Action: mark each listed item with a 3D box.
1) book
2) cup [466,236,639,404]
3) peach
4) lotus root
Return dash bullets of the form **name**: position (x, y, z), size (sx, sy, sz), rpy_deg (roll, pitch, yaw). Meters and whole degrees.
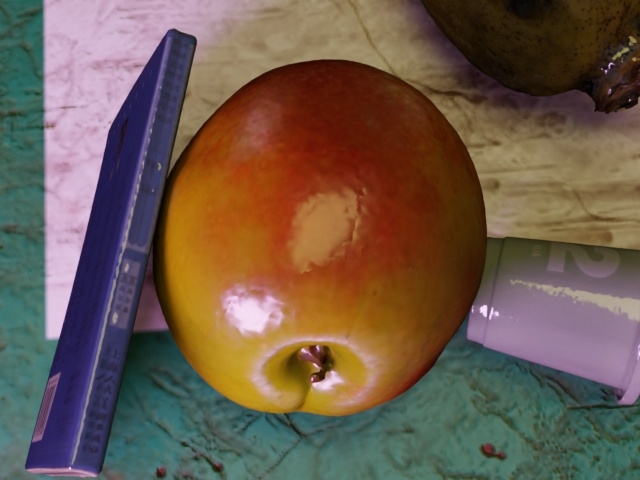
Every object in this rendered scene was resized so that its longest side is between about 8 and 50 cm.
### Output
- **book**: position (-0.140, 0.018, 0.610), size (0.025, 0.191, 0.269), rpy_deg (16, 71, -20)
- **cup**: position (0.180, 0.048, 0.665), size (0.141, 0.120, 0.120), rpy_deg (11, 72, 15)
- **peach**: position (0.000, 0.000, 0.604), size (0.231, 0.231, 0.231), rpy_deg (1, 73, -3)
- **lotus root**: position (0.172, -0.189, 0.711), size (0.154, 0.154, 0.278), rpy_deg (-37, 79, -13)
